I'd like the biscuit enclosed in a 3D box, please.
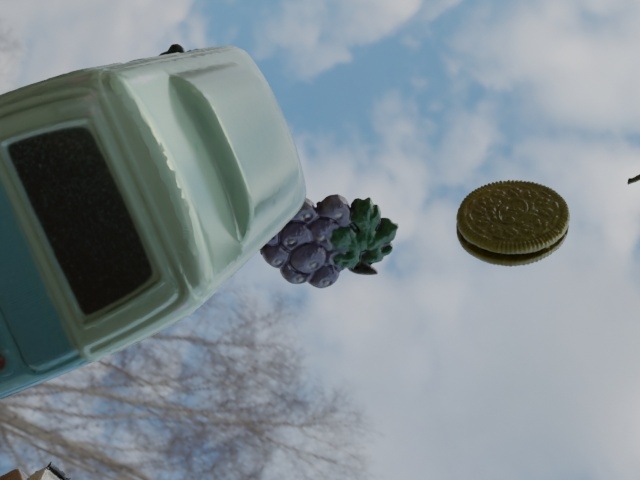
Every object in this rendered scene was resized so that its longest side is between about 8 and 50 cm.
[{"bbox_3d":[0.142,-0.014,0.793,0.084,0.023,0.084,-5,-142,4],"label":"biscuit"}]

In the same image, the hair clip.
[{"bbox_3d":[0.000,-0.001,1.315,0.195,0.124,0.052,-2,-150,-10],"label":"hair clip"}]

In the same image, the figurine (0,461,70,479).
[{"bbox_3d":[-0.287,0.326,1.008,0.141,0.162,0.237,-33,-146,2],"label":"figurine"}]

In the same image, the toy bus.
[{"bbox_3d":[-0.099,-0.026,0.555,0.165,0.133,0.271,-21,-172,15],"label":"toy bus"}]

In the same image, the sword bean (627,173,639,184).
[{"bbox_3d":[0.426,-0.086,1.354,0.083,0.012,0.012,-20,-131,43],"label":"sword bean"}]
